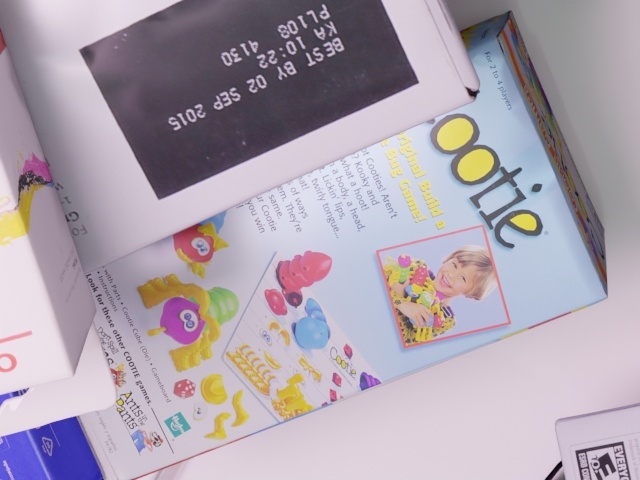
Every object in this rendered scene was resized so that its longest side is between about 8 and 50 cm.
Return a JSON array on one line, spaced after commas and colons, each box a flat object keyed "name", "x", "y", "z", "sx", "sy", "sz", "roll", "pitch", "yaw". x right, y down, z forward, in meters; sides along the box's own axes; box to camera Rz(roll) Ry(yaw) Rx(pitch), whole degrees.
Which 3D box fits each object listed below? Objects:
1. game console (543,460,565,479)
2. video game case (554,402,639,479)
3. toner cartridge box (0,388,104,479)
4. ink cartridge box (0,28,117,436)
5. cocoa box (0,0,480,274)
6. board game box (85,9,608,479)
[{"name": "game console", "x": 0.164, "y": 0.315, "z": 0.873, "sx": 0.173, "sy": 0.250, "sz": 0.293, "roll": 28, "pitch": 108, "yaw": -25}, {"name": "video game case", "x": 0.255, "y": 0.196, "z": 0.754, "sx": 0.244, "sy": 0.061, "sz": 0.270, "roll": -18, "pitch": 77, "yaw": 38}, {"name": "toner cartridge box", "x": -0.278, "y": 0.027, "z": 0.929, "sx": 0.165, "sy": 0.075, "sz": 0.348, "roll": -20, "pitch": 98, "yaw": 14}, {"name": "ink cartridge box", "x": -0.161, "y": 0.003, "z": 0.604, "sx": 0.115, "sy": 0.067, "sz": 0.198, "roll": -15, "pitch": 109, "yaw": 5}, {"name": "cocoa box", "x": -0.135, "y": -0.120, "z": 0.717, "sx": 0.347, "sy": 0.228, "sz": 0.231, "roll": -24, "pitch": 108, "yaw": 9}, {"name": "board game box", "x": 0.000, "y": 0.000, "z": 0.839, "sx": 0.275, "sy": 0.142, "sz": 0.144, "roll": -22, "pitch": 99, "yaw": 14}]
